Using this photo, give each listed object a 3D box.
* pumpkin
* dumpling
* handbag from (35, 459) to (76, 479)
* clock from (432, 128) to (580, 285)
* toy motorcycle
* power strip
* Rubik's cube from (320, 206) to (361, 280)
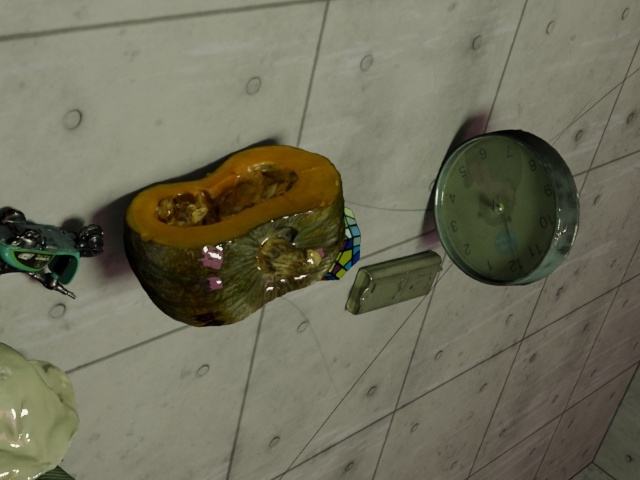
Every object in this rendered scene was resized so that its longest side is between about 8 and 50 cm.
[{"bbox_3d":[-0.095,-0.002,1.279,0.317,0.222,0.139,-23,137,-38],"label":"pumpkin"},{"bbox_3d":[-0.388,0.208,1.128,0.258,0.193,0.147,-13,134,-49],"label":"dumpling"},{"bbox_3d":[-0.393,0.442,1.315,0.240,0.247,0.341,-37,143,-44],"label":"handbag"},{"bbox_3d":[0.315,-0.054,1.703,0.055,0.280,0.281,-8,126,-44],"label":"clock"},{"bbox_3d":[-0.333,0.018,1.151,0.173,0.058,0.100,6,123,-52],"label":"toy motorcycle"},{"bbox_3d":[0.151,0.076,1.839,0.268,0.034,0.092,-12,128,-46],"label":"power strip"},{"bbox_3d":[0.000,0.000,1.505,0.111,0.133,0.133,-9,132,-13],"label":"Rubik's cube"}]
